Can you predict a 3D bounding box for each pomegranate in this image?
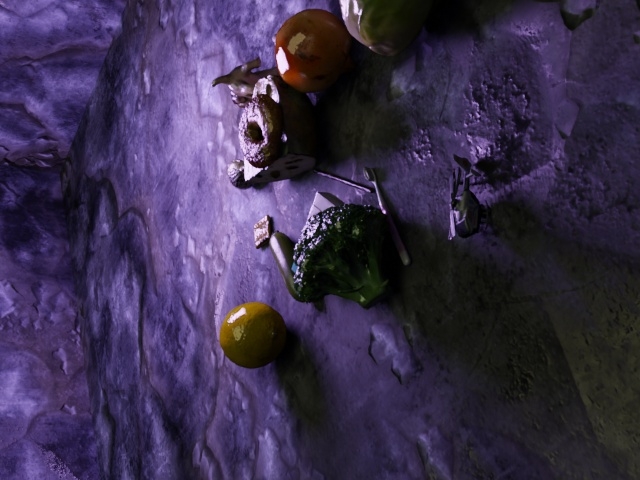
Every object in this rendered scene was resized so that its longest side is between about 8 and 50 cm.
[{"bbox_3d":[-0.019,-0.483,1.763,0.209,0.209,0.209,-16,70,53],"label":"pomegranate"}]

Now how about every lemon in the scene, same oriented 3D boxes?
[{"bbox_3d":[-0.178,0.254,1.851,0.203,0.178,0.178,-11,74,52],"label":"lemon"}]

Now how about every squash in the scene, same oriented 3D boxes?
[{"bbox_3d":[-0.085,0.058,1.852,0.069,0.069,0.258,-56,43,32],"label":"squash"}]

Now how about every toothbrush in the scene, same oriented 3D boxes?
[{"bbox_3d":[0.150,-0.061,1.582,0.020,0.025,0.286,-49,47,38],"label":"toothbrush"}]

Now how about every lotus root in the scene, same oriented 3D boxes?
[{"bbox_3d":[-0.105,-0.313,1.892,0.267,0.149,0.260,-23,68,57],"label":"lotus root"}]

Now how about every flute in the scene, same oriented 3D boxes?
[{"bbox_3d":[0.053,-0.153,1.748,0.269,0.014,0.014,27,105,54],"label":"flute"}]

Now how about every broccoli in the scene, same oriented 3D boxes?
[{"bbox_3d":[0.056,0.040,1.541,0.269,0.261,0.241,-38,77,12],"label":"broccoli"}]

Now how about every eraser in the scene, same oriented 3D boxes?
[{"bbox_3d":[0.000,0.000,1.718,0.095,0.052,0.225,41,121,44],"label":"eraser"}]

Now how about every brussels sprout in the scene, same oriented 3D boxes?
[{"bbox_3d":[0.156,-0.556,1.478,0.227,0.259,0.294,33,122,19],"label":"brussels sprout"}]

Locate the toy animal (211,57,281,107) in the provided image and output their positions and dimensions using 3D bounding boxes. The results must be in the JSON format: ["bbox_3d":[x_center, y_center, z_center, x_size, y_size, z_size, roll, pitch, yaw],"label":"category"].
[{"bbox_3d":[-0.204,-0.452,2.049,0.169,0.233,0.121,-6,86,14],"label":"toy animal"}]

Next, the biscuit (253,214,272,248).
[{"bbox_3d":[-0.170,-0.025,2.031,0.083,0.018,0.081,-35,56,45],"label":"biscuit"}]

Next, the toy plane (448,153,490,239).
[{"bbox_3d":[0.285,-0.079,1.352,0.053,0.078,0.197,-29,45,51],"label":"toy plane"}]

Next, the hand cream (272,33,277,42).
[{"bbox_3d":[-0.074,-0.512,1.945,0.050,0.084,0.257,-42,49,14],"label":"hand cream"}]

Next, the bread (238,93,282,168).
[{"bbox_3d":[-0.155,-0.280,1.771,0.193,0.064,0.193,1,91,59],"label":"bread"}]

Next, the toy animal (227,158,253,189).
[{"bbox_3d":[-0.231,-0.196,2.084,0.137,0.098,0.098,-133,57,-70],"label":"toy animal"}]
